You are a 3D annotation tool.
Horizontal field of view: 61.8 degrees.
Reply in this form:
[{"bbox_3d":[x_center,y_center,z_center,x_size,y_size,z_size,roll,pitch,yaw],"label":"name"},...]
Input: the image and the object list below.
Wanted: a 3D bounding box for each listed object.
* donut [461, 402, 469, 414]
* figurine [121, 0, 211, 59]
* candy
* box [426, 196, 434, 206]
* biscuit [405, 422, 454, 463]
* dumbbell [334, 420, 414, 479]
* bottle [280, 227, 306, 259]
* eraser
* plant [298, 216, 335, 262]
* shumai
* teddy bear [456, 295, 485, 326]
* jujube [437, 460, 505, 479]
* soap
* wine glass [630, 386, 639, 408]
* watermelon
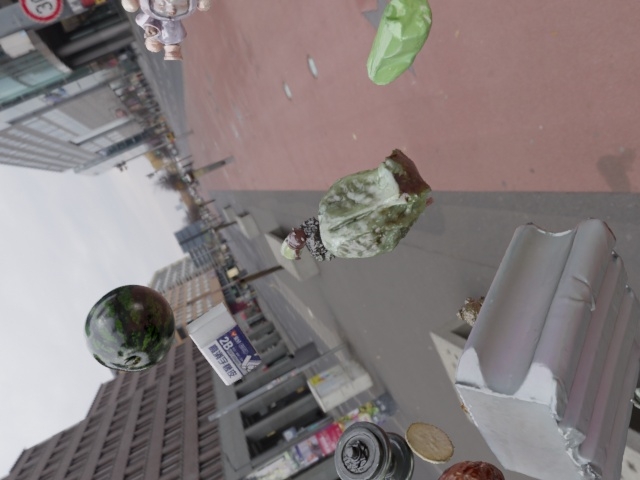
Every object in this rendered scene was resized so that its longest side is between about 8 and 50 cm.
[{"bbox_3d":[0.437,0.410,1.309,0.217,0.085,0.141,40,156,-22],"label":"donut"},{"bbox_3d":[-0.356,-0.544,1.226,0.133,0.200,0.276,65,151,26],"label":"figurine"},{"bbox_3d":[0.206,-0.554,1.479,0.142,0.131,0.343,64,173,3],"label":"candy"},{"bbox_3d":[0.352,-0.120,1.871,0.048,0.115,0.025,-35,85,45],"label":"box"},{"bbox_3d":[0.324,0.597,1.585,0.152,0.151,0.020,51,133,52],"label":"biscuit"},{"bbox_3d":[0.160,0.648,1.583,0.290,0.192,0.192,38,-170,-44],"label":"dumbbell"},{"bbox_3d":[-0.051,0.007,1.101,0.063,0.047,0.101,57,159,8],"label":"bottle"},{"bbox_3d":[-0.263,0.286,1.477,0.068,0.124,0.210,41,162,57],"label":"eraser"},{"bbox_3d":[0.000,0.000,1.494,0.143,0.094,0.092,51,-170,-47],"label":"plant"},{"bbox_3d":[0.107,-0.095,1.244,0.225,0.260,0.222,58,166,33],"label":"shumai"},{"bbox_3d":[0.534,0.221,1.622,0.182,0.251,0.130,-11,89,62],"label":"teddy bear"},{"bbox_3d":[0.366,0.605,1.263,0.236,0.168,0.168,6,-134,-52],"label":"jujube"},{"bbox_3d":[0.475,0.217,1.072,0.212,0.435,0.350,-5,132,47],"label":"soap"},{"bbox_3d":[0.506,0.142,0.719,0.111,0.111,0.205,-144,69,-69],"label":"wine glass"},{"bbox_3d":[-0.562,0.262,1.601,0.269,0.268,0.269,60,170,18],"label":"watermelon"}]
